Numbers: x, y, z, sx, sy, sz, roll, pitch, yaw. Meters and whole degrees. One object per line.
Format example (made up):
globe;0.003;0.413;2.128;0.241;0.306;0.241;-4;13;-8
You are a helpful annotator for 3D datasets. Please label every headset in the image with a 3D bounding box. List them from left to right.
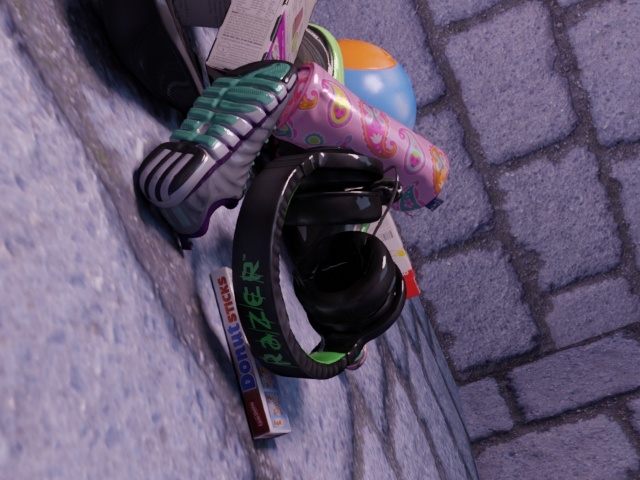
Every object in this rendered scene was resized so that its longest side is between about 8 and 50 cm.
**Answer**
headset;0.000;0.000;0.833;0.394;0.185;0.243;-41;123;-54

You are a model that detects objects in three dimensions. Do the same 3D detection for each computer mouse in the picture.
computer mouse;-0.174;-0.196;0.738;0.272;0.072;0.188;76;-4;-65

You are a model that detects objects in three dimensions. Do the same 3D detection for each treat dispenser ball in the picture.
treat dispenser ball;0.055;-0.269;1.436;0.288;0.288;0.288;-22;90;-80

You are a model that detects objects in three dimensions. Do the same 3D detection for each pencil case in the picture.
pencil case;0.060;-0.143;1.012;0.284;0.124;0.124;30;30;-27

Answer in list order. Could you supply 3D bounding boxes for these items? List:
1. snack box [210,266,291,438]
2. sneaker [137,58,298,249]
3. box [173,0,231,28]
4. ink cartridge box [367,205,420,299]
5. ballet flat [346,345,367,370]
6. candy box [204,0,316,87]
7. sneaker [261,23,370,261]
snack box;-0.073;0.117;0.724;0.064;0.022;0.178;43;28;-68
sneaker;-0.094;-0.095;0.707;0.224;0.083;0.098;-51;144;-30
box;-0.139;-0.421;0.951;0.181;0.119;0.182;95;-2;-55
ink cartridge box;0.143;0.041;1.678;0.078;0.134;0.231;-82;150;-71
ballet flat;0.030;0.113;1.164;0.079;0.077;0.221;95;-16;-70
candy box;-0.069;-0.272;0.885;0.159;0.071;0.233;94;14;-72
sneaker;-0.048;-0.161;1.136;0.202;0.185;0.483;10;57;-42
